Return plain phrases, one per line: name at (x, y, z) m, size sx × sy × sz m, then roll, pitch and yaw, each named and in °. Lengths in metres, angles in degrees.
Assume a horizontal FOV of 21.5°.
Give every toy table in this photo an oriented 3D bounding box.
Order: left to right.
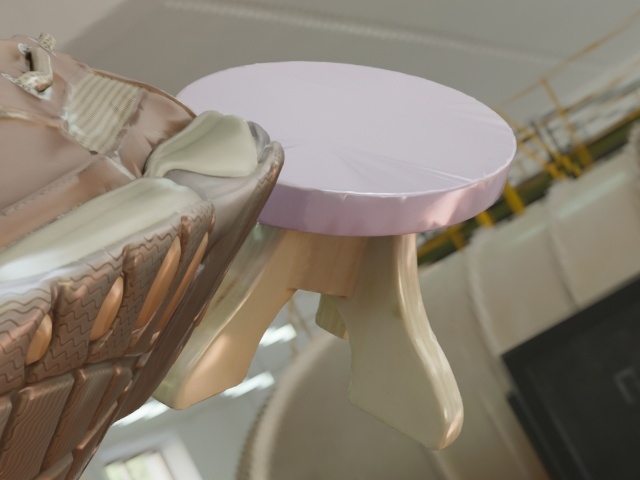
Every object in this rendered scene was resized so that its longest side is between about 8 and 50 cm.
toy table at (0.000, 0.000, 1.022) m, size 0.274 × 0.252 × 0.161 m, roll -7°, pitch -58°, yaw -46°

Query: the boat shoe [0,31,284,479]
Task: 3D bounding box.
boat shoe at (-0.096, 0.006, 0.441) m, size 0.123 × 0.116 × 0.324 m, roll -59°, pitch 0°, yaw 8°
